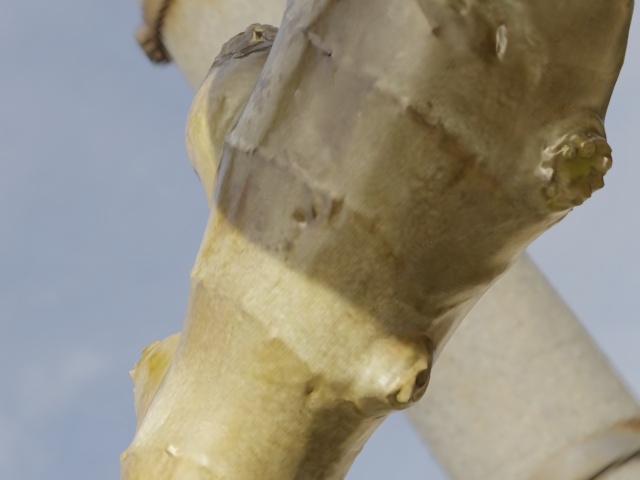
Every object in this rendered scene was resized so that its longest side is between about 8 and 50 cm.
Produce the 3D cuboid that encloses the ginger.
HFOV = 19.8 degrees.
[{"bbox_3d":[-0.017,-0.013,0.795,0.375,0.236,0.166,-47,-32,-1],"label":"ginger"}]
